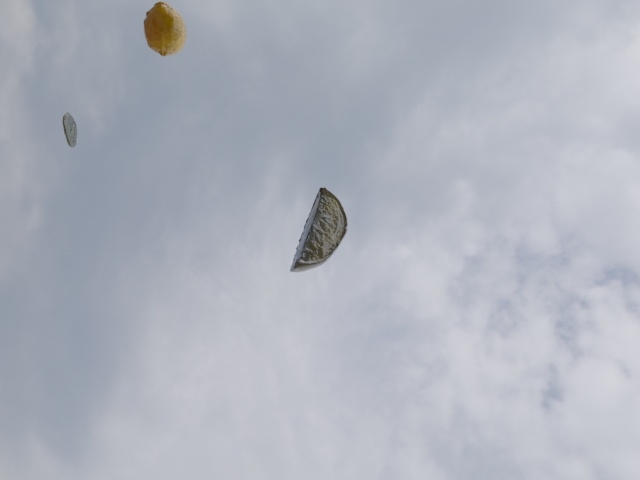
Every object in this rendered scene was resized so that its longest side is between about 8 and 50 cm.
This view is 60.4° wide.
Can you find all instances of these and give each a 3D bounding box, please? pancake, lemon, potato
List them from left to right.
[{"bbox_3d":[-0.753,-0.333,1.656,0.108,0.017,0.107,175,-90,-82],"label":"pancake"},{"bbox_3d":[-0.520,-0.707,1.842,0.142,0.142,0.186,-7,-92,42],"label":"lemon"},{"bbox_3d":[0.001,0.003,1.380,0.120,0.100,0.261,118,-8,-53],"label":"potato"}]
